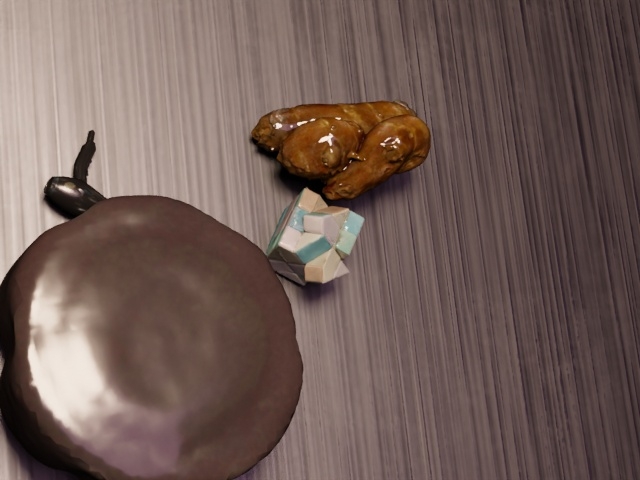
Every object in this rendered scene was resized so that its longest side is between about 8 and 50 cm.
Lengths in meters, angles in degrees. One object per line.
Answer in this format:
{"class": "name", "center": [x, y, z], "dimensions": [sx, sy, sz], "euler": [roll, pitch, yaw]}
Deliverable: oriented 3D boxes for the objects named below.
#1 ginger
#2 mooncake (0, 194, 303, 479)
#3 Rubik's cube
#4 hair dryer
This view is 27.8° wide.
{"class": "ginger", "center": [0.026, -0.080, 1.154], "dimensions": [0.162, 0.103, 0.073], "euler": [-5, 113, -19]}
{"class": "mooncake", "center": [-0.136, 0.087, 1.005], "dimensions": [0.245, 0.133, 0.245], "euler": [7, 73, -23]}
{"class": "Rubik's cube", "center": [-0.001, 0.002, 1.126], "dimensions": [0.073, 0.084, 0.075], "euler": [29, 81, -11]}
{"class": "hair dryer", "center": [-0.188, -0.054, 1.086], "dimensions": [0.079, 0.031, 0.083], "euler": [25, 58, -29]}
